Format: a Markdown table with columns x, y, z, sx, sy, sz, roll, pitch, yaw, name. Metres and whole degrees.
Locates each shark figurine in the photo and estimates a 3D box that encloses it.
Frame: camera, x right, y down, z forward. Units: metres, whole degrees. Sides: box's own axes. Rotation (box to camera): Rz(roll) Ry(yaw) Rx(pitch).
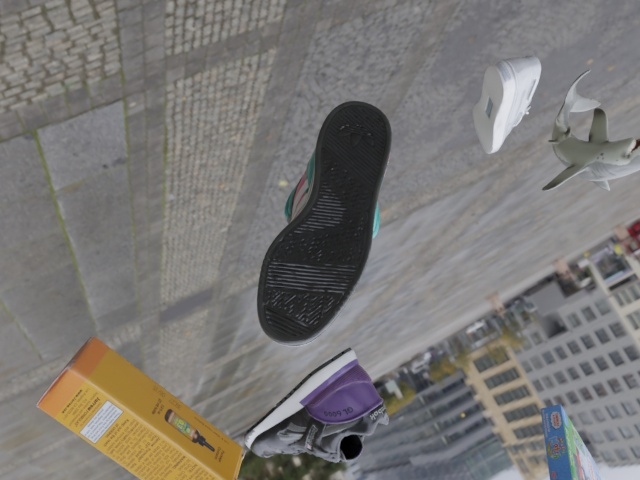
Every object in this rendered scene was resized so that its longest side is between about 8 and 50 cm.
| x | y | z | sx | sy | sz | roll | pitch | yaw | name |
| --- | --- | --- | --- | --- | --- | --- | --- | --- | --- |
| 0.409 | -0.134 | 1.138 | 0.166 | 0.116 | 0.278 | -40 | -154 | 18 | shark figurine |

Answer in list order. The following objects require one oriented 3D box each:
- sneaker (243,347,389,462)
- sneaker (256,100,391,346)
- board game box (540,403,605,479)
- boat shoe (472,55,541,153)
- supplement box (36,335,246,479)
| x | y | z | sx | sy | sz | roll | pitch | yaw | name |
| --- | --- | --- | --- | --- | --- | --- | --- | --- | --- |
| -0.010 | 0.271 | 1.047 | 0.107 | 0.124 | 0.283 | -26 | 163 | -41 | sneaker |
| 0.000 | 0.000 | 0.886 | 0.178 | 0.124 | 0.295 | 99 | 11 | -69 | sneaker |
| 0.408 | 0.385 | 1.168 | 0.039 | 0.211 | 0.160 | -22 | -149 | 23 | board game box |
| 0.232 | -0.170 | 0.930 | 0.063 | 0.066 | 0.184 | -19 | 154 | -3 | boat shoe |
| -0.202 | 0.218 | 0.865 | 0.080 | 0.233 | 0.078 | -49 | -171 | 20 | supplement box |
